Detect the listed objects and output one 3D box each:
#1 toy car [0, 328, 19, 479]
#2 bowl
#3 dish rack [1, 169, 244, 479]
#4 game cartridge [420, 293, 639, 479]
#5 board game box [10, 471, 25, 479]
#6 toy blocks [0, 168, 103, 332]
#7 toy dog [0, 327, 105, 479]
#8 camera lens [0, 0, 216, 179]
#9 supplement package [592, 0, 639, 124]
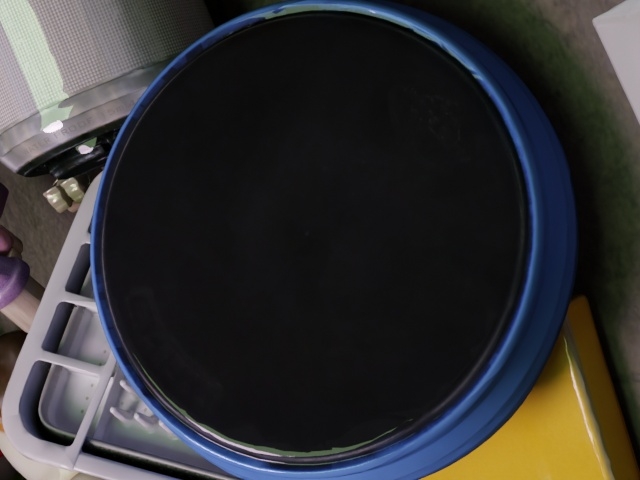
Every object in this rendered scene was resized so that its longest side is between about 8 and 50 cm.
[{"bbox_3d":[-0.357,0.189,1.999,0.182,0.136,0.159,-13,99,29],"label":"toy car"},{"bbox_3d":[0.000,0.000,1.447,0.391,0.077,0.391,-3,82,20],"label":"bowl"},{"bbox_3d":[-0.081,0.086,1.580,0.333,0.072,0.285,11,71,27],"label":"dish rack"},{"bbox_3d":[0.153,0.214,1.564,0.285,0.052,0.324,-10,102,48],"label":"game cartridge"},{"bbox_3d":[-0.398,0.191,2.131,0.092,0.043,0.181,-9,100,48],"label":"board game box"},{"bbox_3d":[-0.398,-0.041,1.728,0.309,0.289,0.260,-28,125,26],"label":"toy blocks"},{"bbox_3d":[-0.177,0.255,1.768,0.395,0.284,0.408,-14,86,40],"label":"toy dog"},{"bbox_3d":[-0.217,-0.205,1.636,0.219,0.219,0.274,-23,89,49],"label":"camera lens"},{"bbox_3d":[0.318,-0.098,1.172,0.194,0.149,0.203,-27,87,49],"label":"supplement package"}]
